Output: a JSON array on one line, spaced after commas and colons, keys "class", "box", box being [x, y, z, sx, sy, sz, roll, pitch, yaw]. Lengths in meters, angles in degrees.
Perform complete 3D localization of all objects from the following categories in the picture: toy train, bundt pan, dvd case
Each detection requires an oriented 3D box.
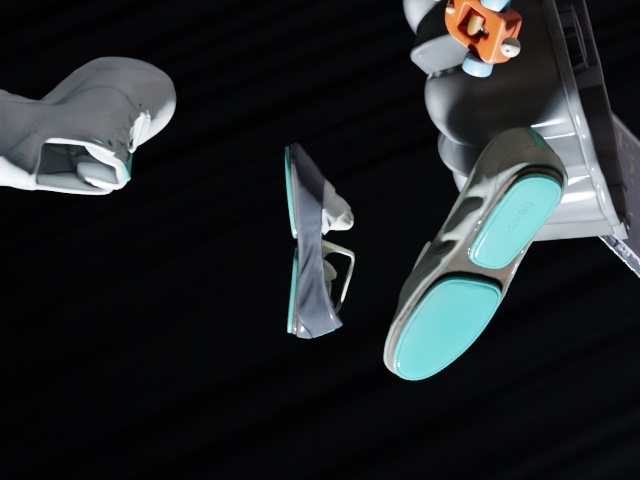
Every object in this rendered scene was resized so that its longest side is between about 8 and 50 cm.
[{"class": "toy train", "box": [0.107, -0.196, 1.132, 0.125, 0.046, 0.166, 39, 128, 42]}, {"class": "bundt pan", "box": [0.150, -0.148, 1.430, 0.331, 0.124, 0.331, -14, -90, -77]}, {"class": "dvd case", "box": [0.300, -0.036, 1.687, 0.164, 0.018, 0.221, 43, -151, -16]}]

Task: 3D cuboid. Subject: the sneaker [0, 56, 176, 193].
[{"class": "sneaker", "box": [-0.152, -0.065, 1.191, 0.094, 0.212, 0.080, 26, 117, 26]}]

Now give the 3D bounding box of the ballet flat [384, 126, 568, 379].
[{"class": "ballet flat", "box": [0.108, 0.009, 1.296, 0.213, 0.072, 0.068, -58, 31, 29]}]

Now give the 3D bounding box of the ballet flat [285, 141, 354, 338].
[{"class": "ballet flat", "box": [0.000, 0.000, 1.792, 0.074, 0.074, 0.203, -137, 44, -69]}]
